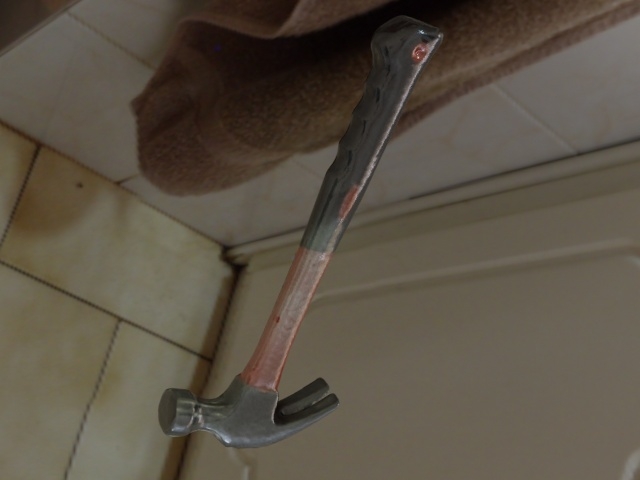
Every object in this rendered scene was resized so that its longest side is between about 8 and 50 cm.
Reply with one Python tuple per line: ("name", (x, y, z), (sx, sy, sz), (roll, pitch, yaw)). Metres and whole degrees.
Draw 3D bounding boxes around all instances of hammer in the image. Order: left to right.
("hammer", (0.000, 0.000, 0.619), (0.111, 0.033, 0.287), (15, 105, -32))
